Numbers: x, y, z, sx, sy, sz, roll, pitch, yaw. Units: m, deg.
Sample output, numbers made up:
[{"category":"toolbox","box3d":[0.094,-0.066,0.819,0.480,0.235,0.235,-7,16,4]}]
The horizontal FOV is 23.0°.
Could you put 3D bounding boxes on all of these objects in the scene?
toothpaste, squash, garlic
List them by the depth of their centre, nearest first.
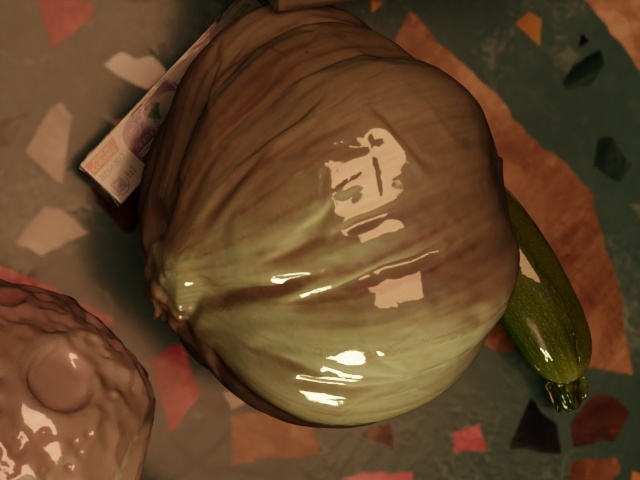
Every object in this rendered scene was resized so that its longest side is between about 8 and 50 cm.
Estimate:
[{"category":"garlic","box3d":[0.000,0.000,1.127,0.259,0.317,0.317,-15,96,-23]},{"category":"toothpaste","box3d":[-0.108,-0.111,1.221,0.047,0.040,0.196,43,79,-10]},{"category":"squash","box3d":[0.142,0.008,1.288,0.318,0.080,0.071,52,40,-14]}]

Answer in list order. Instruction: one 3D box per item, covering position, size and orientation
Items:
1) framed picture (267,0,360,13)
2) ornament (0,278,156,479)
[{"category":"framed picture","box3d":[0.069,-0.249,1.198,0.289,0.213,0.016,-10,131,-17]},{"category":"ornament","box3d":[-0.240,0.149,1.081,0.225,0.259,0.259,15,87,2]}]
